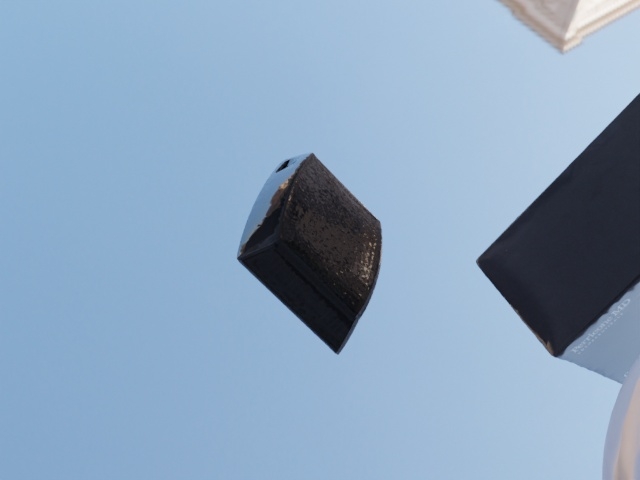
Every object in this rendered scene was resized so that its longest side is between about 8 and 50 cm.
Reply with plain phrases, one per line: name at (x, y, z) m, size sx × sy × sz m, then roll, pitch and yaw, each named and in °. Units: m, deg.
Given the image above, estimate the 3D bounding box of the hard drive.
hard drive at (0.000, 0.000, 1.082) m, size 0.172 × 0.054 × 0.254 m, roll 45°, pitch -154°, yaw -14°

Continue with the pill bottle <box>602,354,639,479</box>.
pill bottle at (0.226, 0.080, 0.302) m, size 0.246 × 0.136 × 0.136 m, roll 2°, pitch -130°, yaw -29°

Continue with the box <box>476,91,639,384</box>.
box at (0.434, 0.004, 1.195) m, size 0.312 × 0.343 × 0.179 m, roll 24°, pitch -156°, yaw -47°
